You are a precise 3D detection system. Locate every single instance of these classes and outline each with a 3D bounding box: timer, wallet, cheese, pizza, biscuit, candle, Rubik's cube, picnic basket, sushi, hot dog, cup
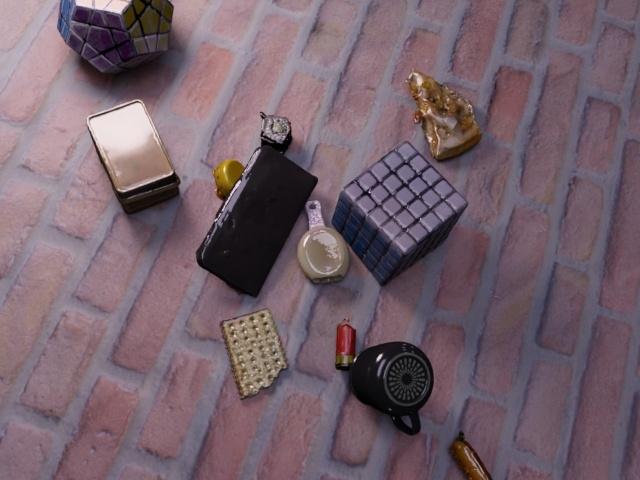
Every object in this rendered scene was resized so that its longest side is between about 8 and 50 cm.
[{"bbox_3d":[-0.222,-0.163,1.903,0.109,0.107,0.107,-18,65,30],"label":"timer"},{"bbox_3d":[-0.163,-0.055,1.857,0.197,0.051,0.378,32,73,-19],"label":"wallet"},{"bbox_3d":[0.000,0.000,1.890,0.137,0.064,0.228,-8,68,-11],"label":"cheese"},{"bbox_3d":[0.347,-0.377,2.079,0.189,0.071,0.297,-16,70,-12],"label":"pizza"},{"bbox_3d":[-0.159,0.273,1.785,0.144,0.016,0.203,-16,70,-13],"label":"biscuit"},{"bbox_3d":[0.063,0.255,1.800,0.052,0.052,0.131,4,67,-5],"label":"candle"},{"bbox_3d":[0.193,-0.065,1.844,0.238,0.237,0.237,-37,78,-18],"label":"Rubik's cube"},{"bbox_3d":[-0.554,-0.604,1.957,0.264,0.319,0.319,4,65,-33],"label":"Rubik's cube"},{"bbox_3d":[-0.481,-0.215,1.877,0.165,0.139,0.267,-24,73,-15],"label":"picnic basket"},{"bbox_3d":[-0.128,-0.290,1.981,0.098,0.084,0.094,15,71,4],"label":"sushi"},{"bbox_3d":[0.364,0.545,1.710,0.055,0.072,0.188,-34,74,4],"label":"hot dog"},{"bbox_3d":[0.169,0.348,1.706,0.169,0.176,0.223,-17,92,-27],"label":"cup"}]
